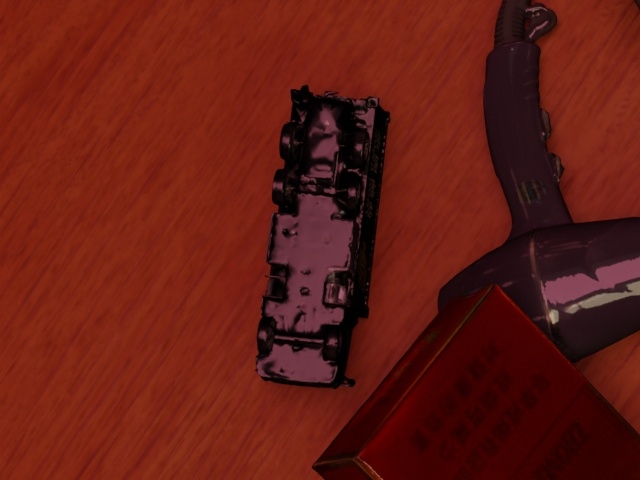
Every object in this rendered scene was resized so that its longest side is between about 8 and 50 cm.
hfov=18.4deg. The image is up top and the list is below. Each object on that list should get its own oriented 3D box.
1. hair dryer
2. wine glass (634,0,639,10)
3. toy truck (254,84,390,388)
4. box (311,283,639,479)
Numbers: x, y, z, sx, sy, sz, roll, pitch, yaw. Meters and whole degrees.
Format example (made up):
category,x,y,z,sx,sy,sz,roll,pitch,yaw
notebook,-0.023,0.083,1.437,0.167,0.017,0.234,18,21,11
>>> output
category,x,y,z,sx,sy,sz,roll,pitch,yaw
hair dryer,0.224,-0.082,1.710,0.301,0.121,0.361,-19,71,17
wine glass,0.384,-0.222,1.640,0.238,0.238,0.323,-32,89,5
toy truck,0.000,0.000,1.734,0.088,0.121,0.259,6,84,10
box,0.171,0.216,1.601,0.313,0.089,0.197,46,63,-9
